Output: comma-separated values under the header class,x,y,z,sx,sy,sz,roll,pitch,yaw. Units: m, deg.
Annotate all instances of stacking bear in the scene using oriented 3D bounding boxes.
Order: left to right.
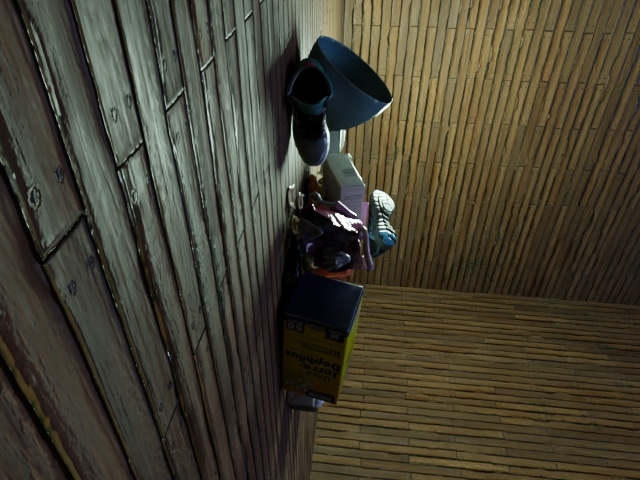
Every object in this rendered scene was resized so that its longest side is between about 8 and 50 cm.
class,x,y,z,sx,sy,sz,roll,pitch,yaw
stacking bear,0.000,0.000,1.800,0.175,0.164,0.289,141,-55,-72

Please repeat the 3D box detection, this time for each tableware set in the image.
class,x,y,z,sx,sy,sz,roll,pitch,yaw
tableware set,-0.073,-0.081,1.490,0.141,0.020,0.169,11,77,-78

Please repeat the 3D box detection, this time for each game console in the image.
class,x,y,z,sx,sy,sz,roll,pitch,yaw
game console,-0.072,0.049,1.631,0.213,0.043,0.362,88,9,-53

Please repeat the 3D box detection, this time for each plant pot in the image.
class,x,y,z,sx,sy,sz,roll,pitch,yaw
plant pot,0.050,-0.455,1.547,0.195,0.290,0.290,-46,-161,31

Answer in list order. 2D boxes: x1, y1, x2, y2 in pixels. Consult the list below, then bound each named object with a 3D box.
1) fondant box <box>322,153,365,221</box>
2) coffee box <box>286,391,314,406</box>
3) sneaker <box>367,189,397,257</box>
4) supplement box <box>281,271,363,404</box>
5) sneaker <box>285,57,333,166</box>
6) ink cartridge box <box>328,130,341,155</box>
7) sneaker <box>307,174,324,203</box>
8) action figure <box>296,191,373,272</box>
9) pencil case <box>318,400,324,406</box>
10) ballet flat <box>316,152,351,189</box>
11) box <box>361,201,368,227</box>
class,x,y,z,sx,sy,sz,roll,pitch,yaw
fondant box,0.077,-0.132,1.918,0.238,0.096,0.331,-112,-160,-48
coffee box,-0.061,0.560,1.875,0.247,0.098,0.141,84,12,-65
sneaker,0.244,-0.080,2.177,0.140,0.125,0.341,-51,-155,43
supplement box,0.001,0.308,1.553,0.195,0.194,0.357,-63,163,-49
sneaker,-0.024,-0.341,1.337,0.178,0.123,0.296,-88,173,-76
ink cartridge box,0.040,-0.476,2.067,0.278,0.116,0.202,-72,165,-70
sneaker,-0.018,-0.195,1.935,0.175,0.067,0.064,84,13,-58
action figure,0.072,-0.037,1.569,0.370,0.275,0.248,-18,104,-67
pencil case,-0.032,0.608,2.197,0.124,0.113,0.273,-95,-175,-57
ballet flat,0.036,-0.272,2.059,0.280,0.096,0.095,123,-20,-57
box,0.089,-0.123,2.219,0.213,0.242,0.118,-39,133,-83
